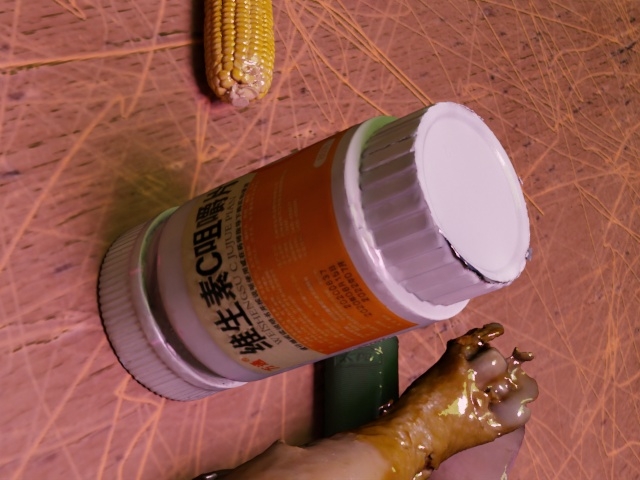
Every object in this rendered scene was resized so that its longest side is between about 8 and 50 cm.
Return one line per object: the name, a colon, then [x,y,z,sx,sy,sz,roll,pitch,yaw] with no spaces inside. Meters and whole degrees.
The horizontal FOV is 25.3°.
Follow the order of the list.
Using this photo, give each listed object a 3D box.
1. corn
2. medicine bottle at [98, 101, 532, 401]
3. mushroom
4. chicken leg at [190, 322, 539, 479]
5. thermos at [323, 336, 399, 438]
corn: [-0.076,-0.214,1.331,0.067,0.067,0.206,27,51,-42]
medicine bottle: [-0.007,0.012,1.086,0.158,0.318,0.158,28,52,-43]
mushroom: [0.121,0.206,1.317,0.117,0.141,0.188,40,10,7]
chicken leg: [0.032,0.197,1.119,0.429,0.201,0.152,-34,121,-38]
thermos: [0.041,0.144,1.286,0.083,0.073,0.187,28,51,-38]
